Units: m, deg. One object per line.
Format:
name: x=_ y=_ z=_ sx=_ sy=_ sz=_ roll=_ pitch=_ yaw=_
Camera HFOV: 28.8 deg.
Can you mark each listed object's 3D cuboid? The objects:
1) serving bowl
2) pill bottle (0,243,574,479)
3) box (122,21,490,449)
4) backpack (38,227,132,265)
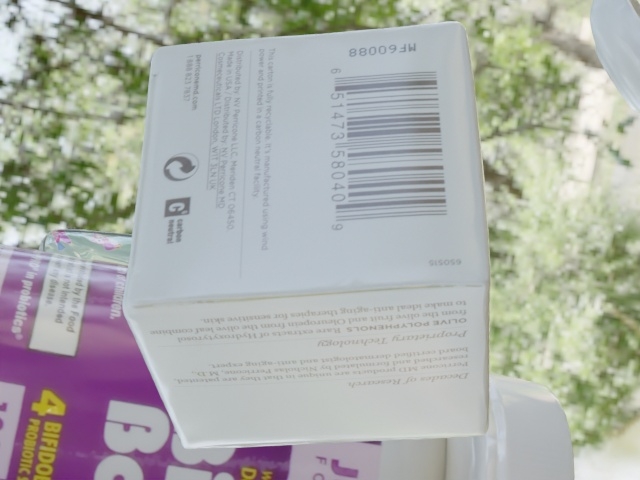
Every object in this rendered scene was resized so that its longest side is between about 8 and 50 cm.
serving bowl: x=0.150 y=-0.083 z=0.586 sx=0.083 sy=0.027 sz=0.083 roll=47 pitch=-158 yaw=-25
pill bottle: x=-0.046 y=0.104 z=0.579 sx=0.169 sy=0.301 sz=0.169 roll=-170 pitch=90 yaw=-80
box: x=0.000 y=0.000 z=0.386 sx=0.087 sy=0.102 sz=0.101 roll=78 pitch=-171 yaw=-53
backpack: x=-0.159 y=0.080 z=0.991 sx=0.144 sy=0.188 sz=0.166 roll=-50 pitch=51 yaw=32
